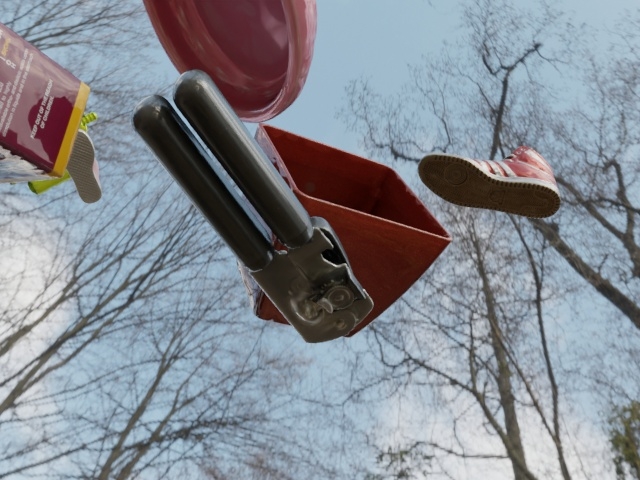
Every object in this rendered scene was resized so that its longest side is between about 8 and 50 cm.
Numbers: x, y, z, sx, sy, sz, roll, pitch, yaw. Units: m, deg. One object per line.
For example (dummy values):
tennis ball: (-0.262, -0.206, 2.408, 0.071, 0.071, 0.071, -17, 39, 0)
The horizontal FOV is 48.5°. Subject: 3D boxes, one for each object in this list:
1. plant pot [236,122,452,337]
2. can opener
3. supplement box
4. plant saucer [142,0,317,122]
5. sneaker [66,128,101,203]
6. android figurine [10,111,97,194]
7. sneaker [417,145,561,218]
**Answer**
plant pot: (0.000, 0.000, 1.138, 0.267, 0.267, 0.235, 16, -66, -26)
can opener: (-0.048, -0.022, 0.611, 0.076, 0.095, 0.283, -30, -61, 10)
supplement box: (-0.268, -0.114, 0.479, 0.104, 0.080, 0.188, -2, -23, 30)
plant saucer: (-0.120, -0.324, 0.948, 0.332, 0.084, 0.332, 34, -37, 30)
sneaker: (-0.388, -0.131, 1.148, 0.051, 0.070, 0.134, -15, -48, -15)
android figurine: (-0.596, -0.224, 1.451, 0.273, 0.056, 0.248, -31, -75, -22)
sneaker: (0.143, -0.057, 0.604, 0.118, 0.067, 0.042, 17, -56, 6)
